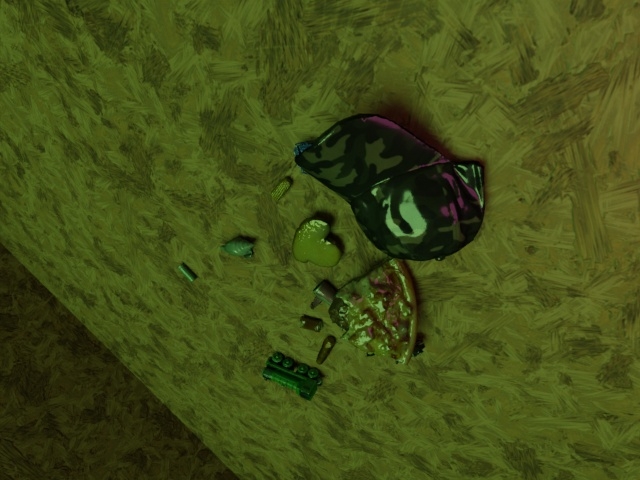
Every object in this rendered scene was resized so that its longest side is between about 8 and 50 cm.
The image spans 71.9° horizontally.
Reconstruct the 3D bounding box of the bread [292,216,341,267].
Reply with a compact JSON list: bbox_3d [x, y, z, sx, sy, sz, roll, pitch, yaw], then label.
[{"bbox_3d":[0.000,0.000,1.289,0.150,0.065,0.187,21,131,4],"label":"bread"}]

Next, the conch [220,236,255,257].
[{"bbox_3d":[-0.271,0.023,1.494,0.180,0.088,0.064,-6,76,44],"label":"conch"}]

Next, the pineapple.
[{"bbox_3d":[0.168,0.268,1.331,0.310,0.141,0.170,38,108,-7],"label":"pineapple"}]

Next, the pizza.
[{"bbox_3d":[0.159,0.202,1.206,0.223,0.089,0.322,-7,97,-6],"label":"pizza"}]

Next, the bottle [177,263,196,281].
[{"bbox_3d":[-0.535,0.130,1.770,0.083,0.030,0.030,48,136,-6],"label":"bottle"}]

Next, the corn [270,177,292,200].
[{"bbox_3d":[-0.113,-0.147,1.262,0.037,0.037,0.092,46,133,-5],"label":"corn"}]

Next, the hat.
[{"bbox_3d":[0.137,-0.086,0.981,0.366,0.382,0.257,-32,60,46],"label":"hat"}]

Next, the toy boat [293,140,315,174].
[{"bbox_3d":[-0.001,-0.198,1.094,0.175,0.110,0.091,5,123,30],"label":"toy boat"}]

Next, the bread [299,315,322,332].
[{"bbox_3d":[-0.034,0.295,1.557,0.084,0.036,0.046,10,113,29],"label":"bread"}]

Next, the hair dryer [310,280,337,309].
[{"bbox_3d":[0.007,0.197,1.454,0.106,0.054,0.154,42,146,-8],"label":"hair dryer"}]

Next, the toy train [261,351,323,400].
[{"bbox_3d":[-0.116,0.537,1.745,0.252,0.119,0.084,14,131,23],"label":"toy train"}]

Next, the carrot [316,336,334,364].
[{"bbox_3d":[0.015,0.404,1.609,0.042,0.042,0.170,31,138,10],"label":"carrot"}]
